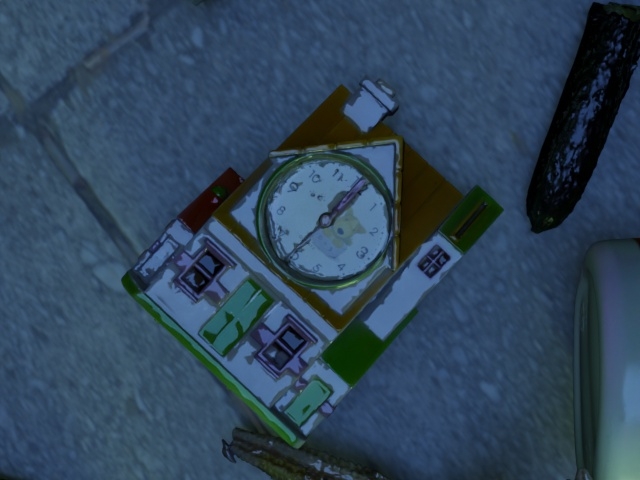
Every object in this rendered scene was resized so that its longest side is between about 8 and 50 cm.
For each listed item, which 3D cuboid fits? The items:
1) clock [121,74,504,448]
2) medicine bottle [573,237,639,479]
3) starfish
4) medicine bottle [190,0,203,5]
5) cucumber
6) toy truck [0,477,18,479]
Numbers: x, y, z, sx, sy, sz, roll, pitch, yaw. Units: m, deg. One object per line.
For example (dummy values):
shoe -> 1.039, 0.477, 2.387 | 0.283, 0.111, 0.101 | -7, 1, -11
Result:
clock -> 0.000, 0.000, 0.834 | 0.235, 0.166, 0.309 | 42, 95, 2
medicine bottle -> 0.353, 0.124, 0.755 | 0.241, 0.252, 0.252 | 2, 94, 10
starfish -> 0.129, 0.336, 0.827 | 0.384, 0.132, 0.397 | -16, 97, 43
medicine bottle -> -0.042, -0.338, 0.852 | 0.260, 0.095, 0.095 | -36, 90, 5
cucumber -> 0.260, -0.120, 0.850 | 0.067, 0.067, 0.245 | 20, 94, 4
toy truck -> -0.359, 0.343, 0.937 | 0.100, 0.077, 0.168 | 8, 94, -4
